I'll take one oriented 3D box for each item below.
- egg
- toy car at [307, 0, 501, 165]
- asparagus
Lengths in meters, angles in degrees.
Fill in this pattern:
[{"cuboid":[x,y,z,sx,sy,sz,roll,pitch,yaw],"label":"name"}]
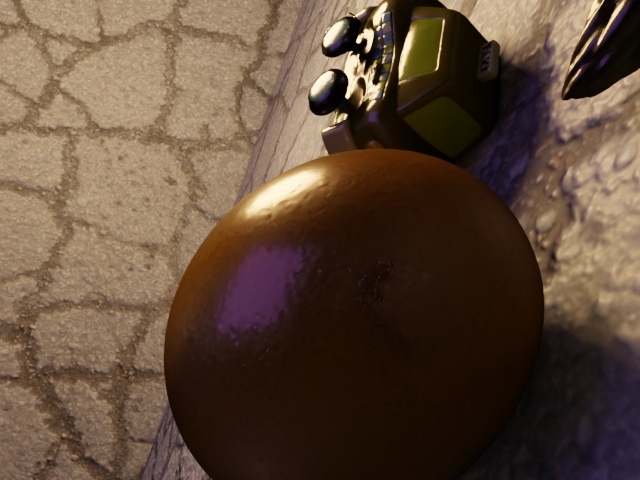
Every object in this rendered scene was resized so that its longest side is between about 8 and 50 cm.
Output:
[{"cuboid":[0.020,0.080,0.521,0.351,0.283,0.282,-47,27,43],"label":"egg"},{"cuboid":[0.125,-0.187,0.752,0.198,0.204,0.247,-15,55,44],"label":"toy car"},{"cuboid":[0.267,-0.218,0.438,0.287,0.080,0.080,-56,19,18],"label":"asparagus"}]
